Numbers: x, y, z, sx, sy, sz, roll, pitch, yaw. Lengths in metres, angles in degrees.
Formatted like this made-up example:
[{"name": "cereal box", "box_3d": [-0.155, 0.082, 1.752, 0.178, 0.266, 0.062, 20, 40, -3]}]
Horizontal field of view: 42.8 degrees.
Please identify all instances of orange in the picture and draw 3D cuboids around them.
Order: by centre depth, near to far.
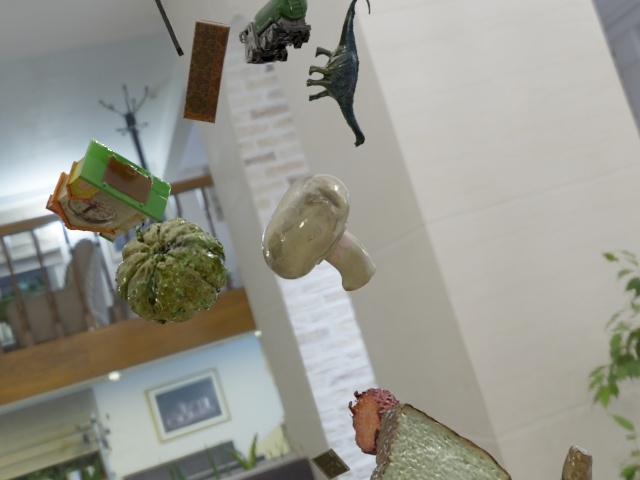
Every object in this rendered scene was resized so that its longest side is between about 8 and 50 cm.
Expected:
[{"name": "orange", "box_3d": [-0.388, 0.083, 2.197, 0.301, 0.300, 0.223, 2, -28, 19]}]

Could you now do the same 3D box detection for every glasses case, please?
[{"name": "glasses case", "box_3d": [-0.254, -0.376, 1.822, 0.075, 0.218, 0.049, 9, 20, -6]}]

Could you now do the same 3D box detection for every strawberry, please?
[{"name": "strawberry", "box_3d": [0.121, 0.376, 1.700, 0.086, 0.145, 0.145, -2, -11, -20]}]

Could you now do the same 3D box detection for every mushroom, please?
[{"name": "mushroom", "box_3d": [-0.030, -0.018, 2.284, 0.315, 0.315, 0.356, -17, -41, 3]}]

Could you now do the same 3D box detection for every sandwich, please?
[{"name": "sandwich", "box_3d": [0.192, 0.467, 1.428, 0.099, 0.271, 0.301, -49, 7, 43]}]

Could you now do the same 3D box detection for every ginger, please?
[{"name": "ginger", "box_3d": [0.574, 0.534, 1.837, 0.069, 0.095, 0.190, -6, -46, 1]}]

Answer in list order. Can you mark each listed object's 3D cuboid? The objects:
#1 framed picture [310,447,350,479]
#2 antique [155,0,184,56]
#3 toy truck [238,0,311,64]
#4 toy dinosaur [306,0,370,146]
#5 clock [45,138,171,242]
[{"name": "framed picture", "box_3d": [0.025, 0.566, 2.065, 0.066, 0.089, 0.006, -29, 26, 16]}, {"name": "antique", "box_3d": [-0.351, -0.504, 1.859, 0.015, 0.192, 0.031, -24, -18, -3]}, {"name": "toy truck", "box_3d": [-0.108, -0.507, 1.949, 0.101, 0.124, 0.242, -8, -6, -28]}, {"name": "toy dinosaur", "box_3d": [0.043, -0.406, 1.965, 0.147, 0.362, 0.076, 4, 16, 7]}, {"name": "clock", "box_3d": [-0.520, -0.094, 1.927, 0.220, 0.106, 0.255, 32, -40, -32]}]
